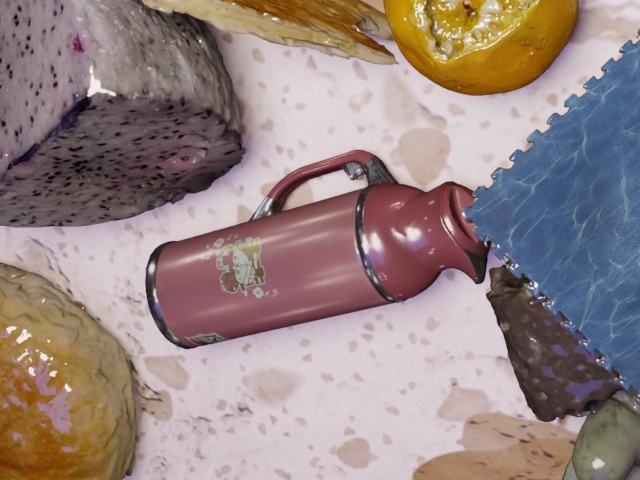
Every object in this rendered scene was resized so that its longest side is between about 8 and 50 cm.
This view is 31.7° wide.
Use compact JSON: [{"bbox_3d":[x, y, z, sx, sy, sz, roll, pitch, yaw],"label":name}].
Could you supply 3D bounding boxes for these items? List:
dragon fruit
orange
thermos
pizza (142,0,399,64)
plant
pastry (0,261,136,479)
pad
[{"bbox_3d":[-0.204,-0.148,1.013,0.283,0.204,0.221,-31,70,42],"label":"dragon fruit"},{"bbox_3d":[0.123,-0.186,0.885,0.154,0.134,0.155,11,124,17],"label":"orange"},{"bbox_3d":[0.004,0.007,1.048,0.330,0.136,0.109,-14,134,28],"label":"thermos"},{"bbox_3d":[-0.042,-0.204,0.945,0.262,0.181,0.034,18,120,-13],"label":"pizza"},{"bbox_3d":[0.247,0.129,0.962,0.146,0.149,0.274,-13,105,30],"label":"plant"},{"bbox_3d":[-0.352,0.175,1.244,0.329,0.136,0.330,9,115,21],"label":"pastry"},{"bbox_3d":[0.287,-0.019,0.875,0.269,0.012,0.270,44,86,-2],"label":"pad"}]
